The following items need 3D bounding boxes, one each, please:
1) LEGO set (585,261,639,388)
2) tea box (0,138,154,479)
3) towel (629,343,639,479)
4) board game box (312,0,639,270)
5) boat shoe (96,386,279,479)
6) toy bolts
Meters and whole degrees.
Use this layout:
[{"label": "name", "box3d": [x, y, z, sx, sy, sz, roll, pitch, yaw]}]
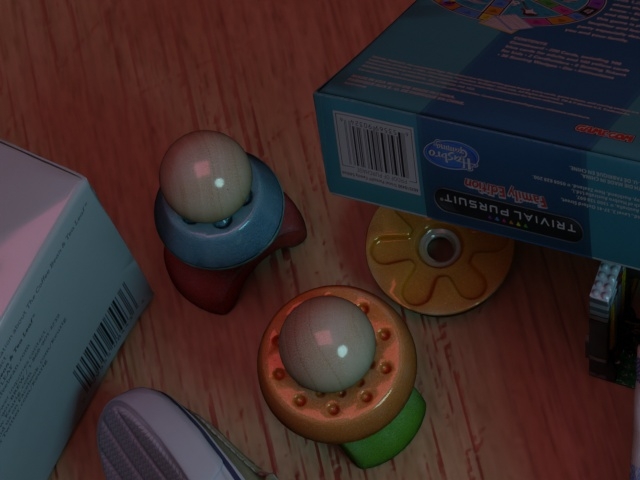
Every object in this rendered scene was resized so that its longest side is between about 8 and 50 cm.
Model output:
[{"label": "LEGO set", "box3d": [0.310, 0.003, 1.234, 0.331, 0.192, 0.255, 26, 75, 16]}, {"label": "tea box", "box3d": [-0.338, 0.076, 1.281, 0.324, 0.220, 0.329, 24, 74, 15]}, {"label": "towel", "box3d": [0.281, 0.196, 1.158, 0.209, 0.034, 0.285, 4, 106, 18]}, {"label": "board game box", "box3d": [0.194, -0.119, 1.246, 0.254, 0.079, 0.336, 15, 41, 30]}, {"label": "boat shoe", "box3d": [-0.028, 0.209, 1.265, 0.094, 0.109, 0.302, -23, 63, -39]}, {"label": "toy bolts", "box3d": [0.000, 0.000, 1.295, 0.228, 0.158, 0.218, 37, 78, 19]}]
